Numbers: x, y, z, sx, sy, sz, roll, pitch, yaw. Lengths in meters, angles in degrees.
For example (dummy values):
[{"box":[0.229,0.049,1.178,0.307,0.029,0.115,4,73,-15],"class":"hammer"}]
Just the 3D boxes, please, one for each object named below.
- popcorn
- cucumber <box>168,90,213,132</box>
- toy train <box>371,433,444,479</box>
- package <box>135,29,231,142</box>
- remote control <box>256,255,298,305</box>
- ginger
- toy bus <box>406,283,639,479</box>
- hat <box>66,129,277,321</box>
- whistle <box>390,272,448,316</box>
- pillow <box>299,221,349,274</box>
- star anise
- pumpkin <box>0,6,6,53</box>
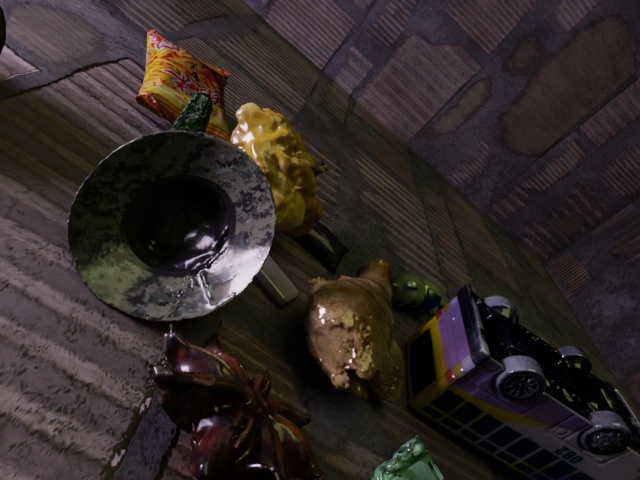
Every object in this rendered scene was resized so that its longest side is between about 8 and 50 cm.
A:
[{"box":[-0.094,-0.116,0.762,0.253,0.191,0.190,47,13,-15],"class":"popcorn"},{"box":[-0.253,-0.184,0.753,0.067,0.067,0.294,29,45,-27],"class":"cucumber"},{"box":[0.131,0.354,0.595,0.149,0.081,0.099,-2,52,-47],"class":"toy train"},{"box":[-0.296,-0.328,0.913,0.223,0.108,0.288,23,46,-38],"class":"package"},{"box":[-0.138,0.012,0.746,0.261,0.029,0.067,50,20,6],"class":"remote control"},{"box":[0.101,0.148,0.742,0.236,0.166,0.375,44,32,19],"class":"ginger"},{"box":[0.405,0.320,0.820,0.439,0.249,0.209,33,29,-10],"class":"toy bus"},{"box":[-0.197,-0.022,0.582,0.265,0.266,0.128,40,-8,-9],"class":"hat"},{"box":[0.247,0.141,1.022,0.227,0.105,0.085,26,63,-38],"class":"whistle"},{"box":[0.000,0.000,0.925,0.150,0.048,0.090,44,25,-7],"class":"pillow"},{"box":[-0.101,0.213,0.465,0.272,0.102,0.272,44,0,0],"class":"star anise"},{"box":[-0.521,-0.289,0.500,0.223,0.157,0.224,23,43,-23],"class":"pumpkin"}]
